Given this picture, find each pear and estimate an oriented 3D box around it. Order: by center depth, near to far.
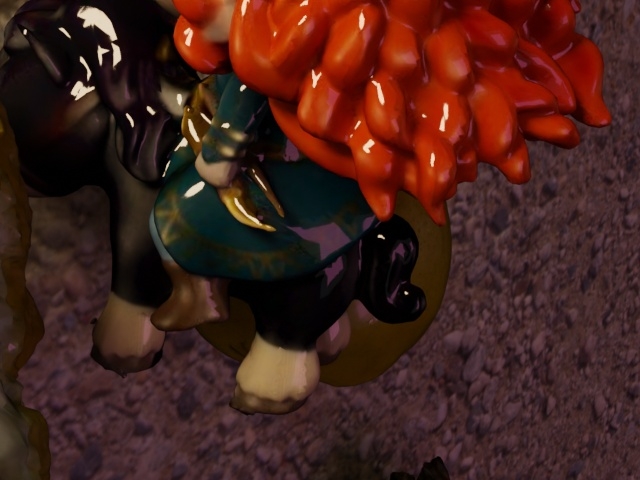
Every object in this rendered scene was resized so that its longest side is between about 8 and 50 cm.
[{"bbox_3d":[0.000,0.000,0.882,0.200,0.200,0.200,-25,126,-39],"label":"pear"}]

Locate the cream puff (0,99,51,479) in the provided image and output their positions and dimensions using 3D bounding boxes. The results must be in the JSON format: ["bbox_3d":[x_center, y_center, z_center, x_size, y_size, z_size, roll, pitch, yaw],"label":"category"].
[{"bbox_3d":[-0.264,0.069,0.585,0.274,0.270,0.323,-3,72,-15],"label":"cream puff"}]

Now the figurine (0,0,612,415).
[{"bbox_3d":[-0.032,-0.096,0.671,0.241,0.306,0.412,-25,161,-51],"label":"figurine"}]

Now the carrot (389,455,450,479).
[{"bbox_3d":[0.084,0.331,1.144,0.193,0.214,0.331,-55,155,-62],"label":"carrot"}]
